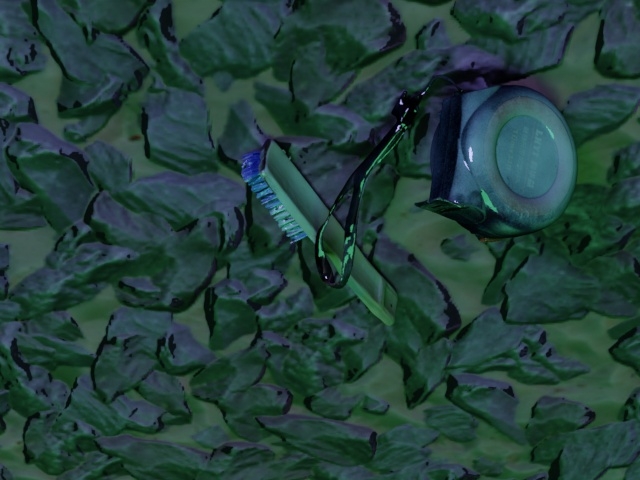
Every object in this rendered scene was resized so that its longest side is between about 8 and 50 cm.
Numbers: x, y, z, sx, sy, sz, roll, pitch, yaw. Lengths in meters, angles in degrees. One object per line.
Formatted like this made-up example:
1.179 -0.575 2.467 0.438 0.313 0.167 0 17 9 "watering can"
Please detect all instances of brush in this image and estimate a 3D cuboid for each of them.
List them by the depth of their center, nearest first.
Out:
0.001 0.000 1.103 0.030 0.033 0.178 -20 131 25 "brush"

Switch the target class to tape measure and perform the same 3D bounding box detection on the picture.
0.079 -0.033 1.052 0.107 0.104 0.180 19 147 -33 "tape measure"
